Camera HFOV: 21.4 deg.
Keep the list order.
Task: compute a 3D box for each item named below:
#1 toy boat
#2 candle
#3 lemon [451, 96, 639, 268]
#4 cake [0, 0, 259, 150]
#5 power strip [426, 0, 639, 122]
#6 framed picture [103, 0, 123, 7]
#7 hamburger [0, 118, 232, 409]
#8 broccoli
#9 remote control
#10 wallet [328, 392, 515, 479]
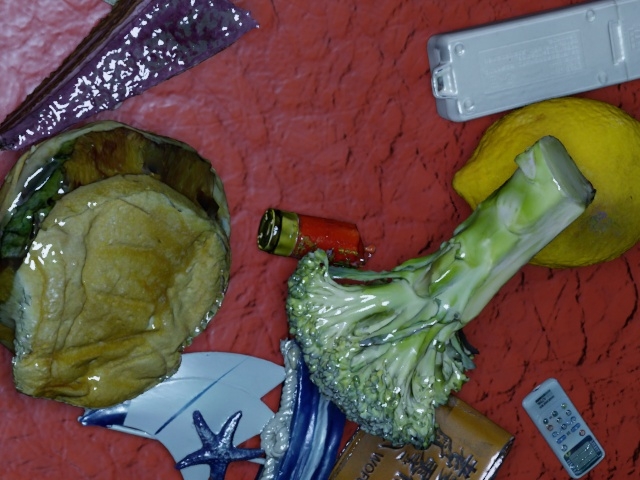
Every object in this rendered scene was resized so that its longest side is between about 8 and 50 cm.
[{"bbox_3d":[-0.111,0.213,1.811,0.291,0.070,0.210,-8,96,-14],"label":"toy boat"},{"bbox_3d":[0.000,0.000,1.824,0.130,0.052,0.052,11,94,-22],"label":"candle"},{"bbox_3d":[0.267,-0.063,1.835,0.256,0.188,0.188,-5,99,-13],"label":"lemon"},{"bbox_3d":[-0.207,-0.184,1.687,0.295,0.116,0.113,-35,105,-10],"label":"cake"},{"bbox_3d":[0.270,-0.209,1.884,0.338,0.058,0.098,-14,101,-16],"label":"power strip"},{"bbox_3d":[-0.212,-0.332,1.722,0.231,0.010,0.173,24,90,-21],"label":"framed picture"},{"bbox_3d":[-0.219,0.020,1.685,0.265,0.134,0.285,19,110,-48],"label":"hamburger"},{"bbox_3d":[0.120,0.050,1.707,0.252,0.221,0.361,-9,145,-34],"label":"broccoli"},{"bbox_3d":[0.283,0.219,1.970,0.053,0.018,0.124,-37,108,-10],"label":"remote control"},{"bbox_3d":[0.102,0.256,1.857,0.161,0.042,0.195,33,89,18],"label":"wallet"}]
